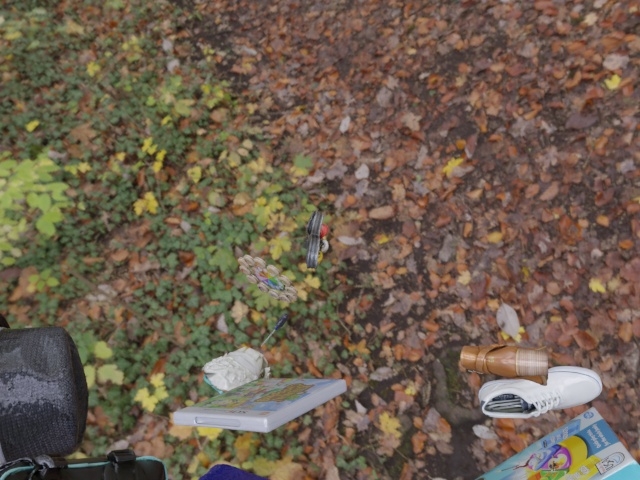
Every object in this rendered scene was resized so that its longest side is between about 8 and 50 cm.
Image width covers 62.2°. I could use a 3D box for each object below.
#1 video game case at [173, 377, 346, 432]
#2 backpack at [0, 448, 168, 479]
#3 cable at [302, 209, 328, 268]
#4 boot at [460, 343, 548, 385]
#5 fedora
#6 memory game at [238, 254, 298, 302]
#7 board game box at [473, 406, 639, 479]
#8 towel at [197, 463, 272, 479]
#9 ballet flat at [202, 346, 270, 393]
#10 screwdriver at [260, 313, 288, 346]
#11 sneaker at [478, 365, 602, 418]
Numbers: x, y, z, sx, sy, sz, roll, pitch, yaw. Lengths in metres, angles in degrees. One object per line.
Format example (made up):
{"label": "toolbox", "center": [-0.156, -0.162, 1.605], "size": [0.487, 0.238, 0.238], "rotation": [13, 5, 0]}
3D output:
{"label": "video game case", "center": [-0.092, 0.259, 0.857], "size": [0.193, 0.212, 0.023], "rotation": [-9, 87, 34]}
{"label": "backpack", "center": [-0.197, 0.266, 0.380], "size": [0.144, 0.166, 0.189], "rotation": [-28, 62, 18]}
{"label": "cable", "center": [0.000, 0.000, 1.267], "size": [0.287, 0.072, 0.140], "rotation": [-153, 77, -83]}
{"label": "boot", "center": [0.352, 0.229, 1.011], "size": [0.152, 0.197, 0.073], "rotation": [-1, 70, 23]}
{"label": "fedora", "center": [-0.503, 0.273, 0.939], "size": [0.152, 0.334, 0.334], "rotation": [-9, 40, -16]}
{"label": "memory game", "center": [-0.137, 0.101, 1.368], "size": [0.186, 0.186, 0.012], "rotation": [9, 54, 41]}
{"label": "board game box", "center": [0.404, 0.461, 0.962], "size": [0.336, 0.254, 0.079], "rotation": [-38, 82, 12]}
{"label": "towel", "center": [-0.139, 0.489, 0.896], "size": [0.227, 0.308, 0.076], "rotation": [17, 89, 9]}
{"label": "ballet flat", "center": [-0.206, 0.346, 1.400], "size": [0.146, 0.409, 0.147], "rotation": [0, 72, 1]}
{"label": "screwdriver", "center": [-0.143, 0.284, 1.642], "size": [0.170, 0.025, 0.024], "rotation": [-58, 5, 33]}
{"label": "sneaker", "center": [0.471, 0.342, 1.145], "size": [0.258, 0.094, 0.091], "rotation": [-20, 8, 25]}
